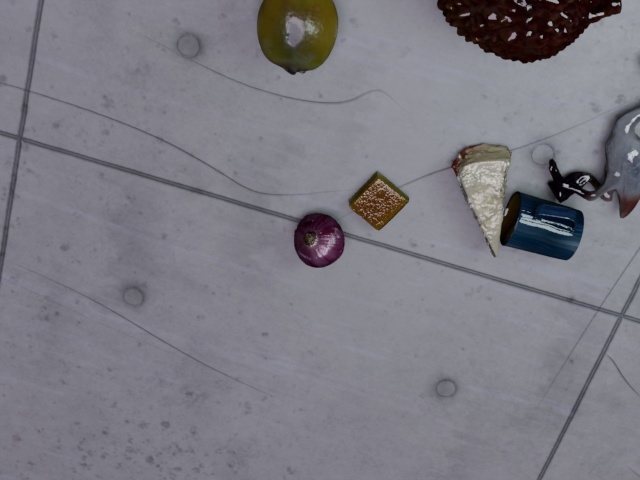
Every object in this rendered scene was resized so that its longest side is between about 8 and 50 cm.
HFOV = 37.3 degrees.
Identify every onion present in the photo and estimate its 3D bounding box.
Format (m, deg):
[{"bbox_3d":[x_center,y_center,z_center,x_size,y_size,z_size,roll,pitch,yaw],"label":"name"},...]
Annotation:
[{"bbox_3d":[0.000,0.000,1.981,0.115,0.104,0.115,-5,82,36],"label":"onion"}]

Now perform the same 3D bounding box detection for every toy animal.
[{"bbox_3d":[0.591,-0.171,1.842,0.195,0.090,0.324,35,116,-12],"label":"toy animal"}]

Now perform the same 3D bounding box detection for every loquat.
[{"bbox_3d":[-0.042,-0.405,1.761,0.152,0.152,0.195,6,108,2],"label":"loquat"}]

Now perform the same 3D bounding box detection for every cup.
[{"bbox_3d":[0.447,-0.024,1.896,0.138,0.150,0.113,15,100,-4],"label":"cup"}]

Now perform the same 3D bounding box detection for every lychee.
[{"bbox_3d":[0.359,-0.456,1.625,0.330,0.306,0.306,33,117,17],"label":"lychee"}]

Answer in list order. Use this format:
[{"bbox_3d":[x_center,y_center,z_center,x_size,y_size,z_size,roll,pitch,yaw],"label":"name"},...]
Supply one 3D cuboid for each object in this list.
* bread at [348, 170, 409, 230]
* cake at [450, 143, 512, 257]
[{"bbox_3d":[0.120,-0.080,1.959,0.090,0.035,0.094,39,113,-14],"label":"bread"},{"bbox_3d":[0.314,-0.081,1.912,0.117,0.086,0.220,6,116,2],"label":"cake"}]
